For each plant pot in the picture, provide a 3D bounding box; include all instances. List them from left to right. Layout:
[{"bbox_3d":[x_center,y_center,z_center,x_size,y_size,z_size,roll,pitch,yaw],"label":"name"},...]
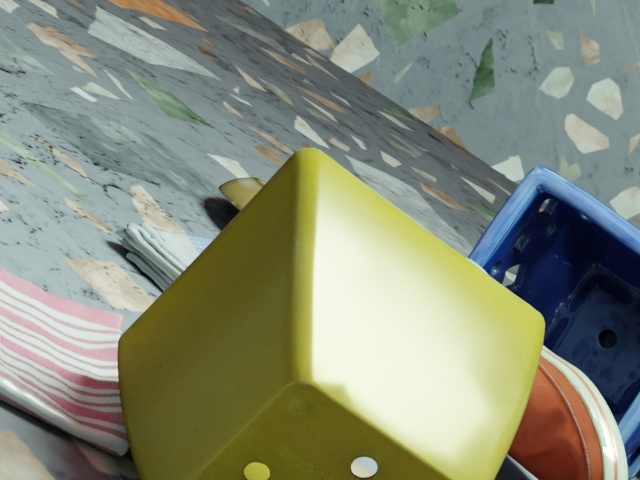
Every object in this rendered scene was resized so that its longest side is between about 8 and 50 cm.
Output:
[{"bbox_3d":[0.000,0.000,1.913,0.236,0.032,0.236,34,5,-3],"label":"plant pot"},{"bbox_3d":[0.002,0.111,1.167,0.212,0.212,0.187,36,26,-18],"label":"plant pot"},{"bbox_3d":[0.268,0.096,1.845,0.236,0.236,0.212,38,8,26],"label":"plant pot"}]

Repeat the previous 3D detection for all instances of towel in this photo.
[{"bbox_3d":[-0.194,0.067,1.253,0.144,0.029,0.197,28,13,-17],"label":"towel"},{"bbox_3d":[-0.036,0.062,1.661,0.209,0.034,0.285,41,14,28],"label":"towel"}]

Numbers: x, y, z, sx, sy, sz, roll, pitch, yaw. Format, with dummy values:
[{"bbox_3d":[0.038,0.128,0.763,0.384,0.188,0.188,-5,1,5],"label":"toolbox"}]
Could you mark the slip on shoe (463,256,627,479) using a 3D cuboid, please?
[{"bbox_3d":[0.161,0.138,1.660,0.101,0.123,0.331,-14,44,-26],"label":"slip on shoe"}]
